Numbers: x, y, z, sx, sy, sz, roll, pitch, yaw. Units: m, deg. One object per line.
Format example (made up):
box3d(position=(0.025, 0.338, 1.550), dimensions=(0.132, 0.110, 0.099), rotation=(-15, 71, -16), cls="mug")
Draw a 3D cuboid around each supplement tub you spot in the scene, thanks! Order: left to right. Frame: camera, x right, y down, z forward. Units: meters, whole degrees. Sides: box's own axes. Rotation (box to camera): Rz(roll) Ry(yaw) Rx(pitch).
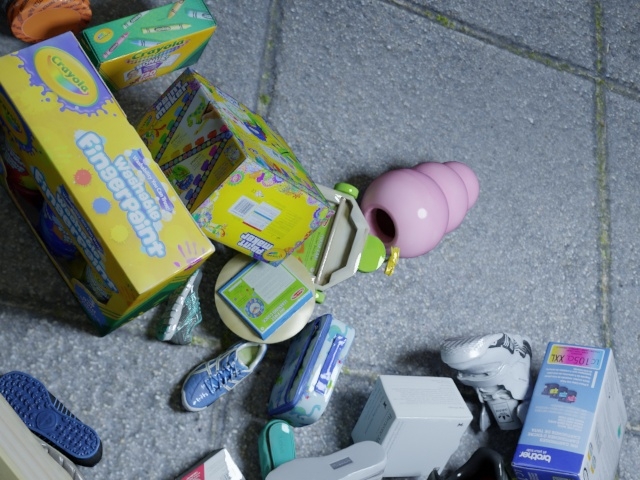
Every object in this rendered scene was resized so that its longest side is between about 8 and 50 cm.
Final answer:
box3d(position=(-0.593, -0.591, 1.620), dimensions=(0.207, 0.207, 0.338), rotation=(-15, 79, -28), cls="supplement tub")

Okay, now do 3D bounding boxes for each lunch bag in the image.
box3d(position=(-0.019, 0.262, 1.613), dimensions=(0.090, 0.176, 0.219), rotation=(30, 63, -13), cls="lunch bag")

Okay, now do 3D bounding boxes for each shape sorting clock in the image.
box3d(position=(-0.113, 0.111, 1.625), dimensions=(0.206, 0.040, 0.206), rotation=(3, 63, -6), cls="shape sorting clock")

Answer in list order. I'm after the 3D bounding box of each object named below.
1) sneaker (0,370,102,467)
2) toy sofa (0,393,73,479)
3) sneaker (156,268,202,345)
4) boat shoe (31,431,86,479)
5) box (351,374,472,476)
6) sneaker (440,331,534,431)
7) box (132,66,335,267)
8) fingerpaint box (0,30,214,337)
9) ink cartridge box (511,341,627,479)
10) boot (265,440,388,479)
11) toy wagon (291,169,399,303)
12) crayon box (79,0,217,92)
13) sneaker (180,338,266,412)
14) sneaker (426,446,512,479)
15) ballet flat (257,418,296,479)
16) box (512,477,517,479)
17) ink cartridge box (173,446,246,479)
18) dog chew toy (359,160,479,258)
box3d(position=(-0.488, 0.329, 1.434), dimensions=(0.232, 0.090, 0.081), rotation=(35, 59, 14), cls="sneaker")
box3d(position=(-0.555, 0.325, 1.219), dimensions=(0.150, 0.177, 0.363), rotation=(-36, 96, 2), cls="toy sofa")
box3d(position=(-0.270, 0.138, 1.614), dimensions=(0.076, 0.065, 0.167), rotation=(34, 64, -29), cls="sneaker")
box3d(position=(-0.506, 0.390, 1.361), dimensions=(0.132, 0.130, 0.355), rotation=(-40, 97, -21), cls="boat shoe")
box3d(position=(0.185, 0.385, 1.647), dimensions=(0.181, 0.181, 0.119), rotation=(7, 33, -23), cls="box")
box3d(position=(0.382, 0.313, 1.746), dimensions=(0.365, 0.137, 0.210), rotation=(12, 69, -56), cls="sneaker")
box3d(position=(-0.168, -0.136, 1.549), dimensions=(0.290, 0.177, 0.279), rotation=(29, 23, -52), cls="box")
box3d(position=(-0.422, -0.077, 1.431), dimensions=(0.163, 0.371, 0.445), rotation=(-33, 89, -30), cls="fingerpaint box")
box3d(position=(0.542, 0.458, 1.728), dimensions=(0.396, 0.151, 0.270), rotation=(-60, 137, -38), cls="ink cartridge box")
box3d(position=(0.011, 0.476, 1.519), dimensions=(0.258, 0.124, 0.095), rotation=(-8, 32, -26), cls="boot")
box3d(position=(0.000, 0.000, 1.727), dimensions=(0.344, 0.068, 0.267), rotation=(19, 78, -5), cls="toy wagon")
box3d(position=(-0.373, -0.407, 1.683), dimensions=(0.278, 0.165, 0.081), rotation=(-27, 85, -29), cls="crayon box")
box3d(position=(-0.193, 0.259, 1.587), dimensions=(0.211, 0.081, 0.080), rotation=(-41, 93, -30), cls="sneaker")
box3d(position=(0.215, 0.576, 1.587), dimensions=(0.482, 0.185, 0.202), rotation=(-30, 118, -39), cls="sneaker")
box3d(position=(-0.076, 0.477, 1.564), dimensions=(0.083, 0.087, 0.248), rotation=(-3, 77, -19), cls="ballet flat")
box3d(position=(0.439, 0.617, 1.782), dimensions=(0.105, 0.043, 0.179), rotation=(-37, 89, -30), cls="box")
box3d(position=(-0.193, 0.490, 1.518), dimensions=(0.109, 0.063, 0.151), rotation=(-31, 88, -29), cls="ink cartridge box")
box3d(position=(0.247, -0.091, 1.852), dimensions=(0.331, 0.206, 0.207), rotation=(-28, 86, -37), cls="dog chew toy")
